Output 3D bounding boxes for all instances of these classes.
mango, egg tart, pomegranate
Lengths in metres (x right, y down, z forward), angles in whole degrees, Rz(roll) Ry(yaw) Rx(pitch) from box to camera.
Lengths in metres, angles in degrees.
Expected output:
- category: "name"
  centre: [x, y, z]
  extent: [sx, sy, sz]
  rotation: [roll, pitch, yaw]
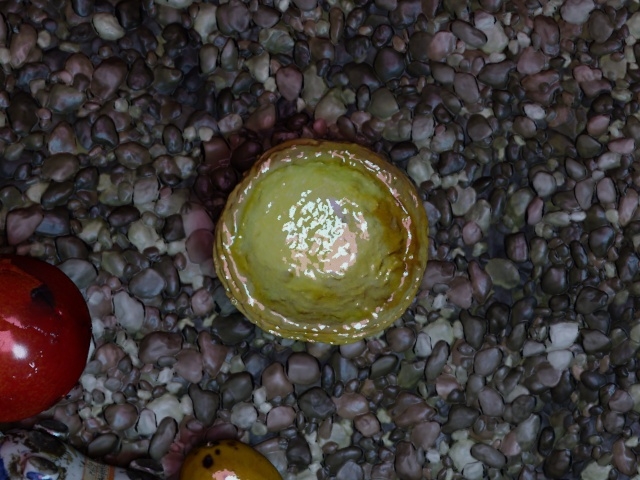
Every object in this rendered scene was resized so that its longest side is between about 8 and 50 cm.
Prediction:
- category: "mango"
  centre: [-0.106, 0.334, 1.375]
  extent: [0.178, 0.090, 0.115]
  rotation: [43, 93, -14]
- category: "egg tart"
  centre: [0.000, 0.000, 1.383]
  extent: [0.294, 0.123, 0.294]
  rotation: [-1, 95, -13]
- category: "pomegranate"
  centre: [-0.391, 0.111, 1.249]
  extent: [0.235, 0.210, 0.210]
  rotation: [24, 84, 15]

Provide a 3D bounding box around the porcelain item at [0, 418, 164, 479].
- category: "porcelain item"
  centre: [-0.312, 0.350, 1.313]
  extent: [0.288, 0.138, 0.186]
  rotation: [24, 102, -18]
